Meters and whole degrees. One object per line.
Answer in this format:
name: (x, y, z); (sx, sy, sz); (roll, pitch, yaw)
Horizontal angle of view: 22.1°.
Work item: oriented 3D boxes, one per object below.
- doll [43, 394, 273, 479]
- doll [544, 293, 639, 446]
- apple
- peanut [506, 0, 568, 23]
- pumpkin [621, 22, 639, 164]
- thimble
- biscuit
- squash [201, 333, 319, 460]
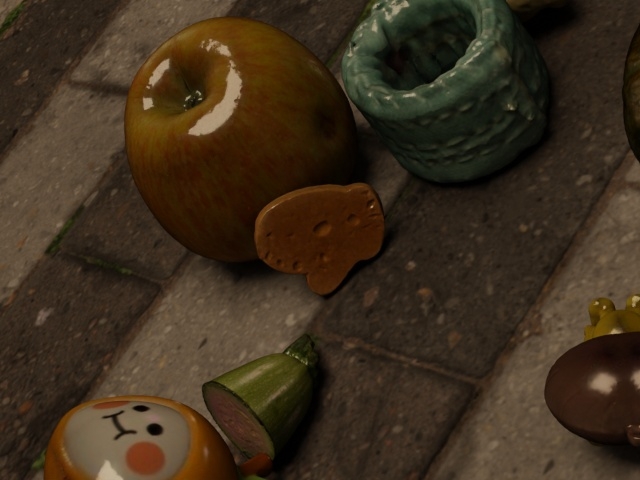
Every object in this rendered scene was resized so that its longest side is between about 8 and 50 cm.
doll: (-0.141, 0.244, 1.554); (0.236, 0.213, 0.213); (-8, 32, -20)
doll: (0.273, 0.113, 1.398); (0.145, 0.096, 0.188); (8, 32, 28)
apple: (-0.096, -0.116, 1.805); (0.264, 0.264, 0.264); (-23, 41, 22)
peanut: (0.176, -0.297, 1.859); (0.263, 0.117, 0.101); (23, 78, 46)
pumpkin: (0.410, -0.133, 1.400); (0.320, 0.192, 0.320); (-17, 60, 32)
thimble: (0.140, -0.173, 1.742); (0.198, 0.143, 0.235); (-49, 40, -9)
biscuit: (0.000, -0.001, 1.725); (0.140, 0.118, 0.023); (-4, 17, -11)
squash: (-0.038, 0.146, 1.639); (0.132, 0.105, 0.105); (-38, 33, -28)
